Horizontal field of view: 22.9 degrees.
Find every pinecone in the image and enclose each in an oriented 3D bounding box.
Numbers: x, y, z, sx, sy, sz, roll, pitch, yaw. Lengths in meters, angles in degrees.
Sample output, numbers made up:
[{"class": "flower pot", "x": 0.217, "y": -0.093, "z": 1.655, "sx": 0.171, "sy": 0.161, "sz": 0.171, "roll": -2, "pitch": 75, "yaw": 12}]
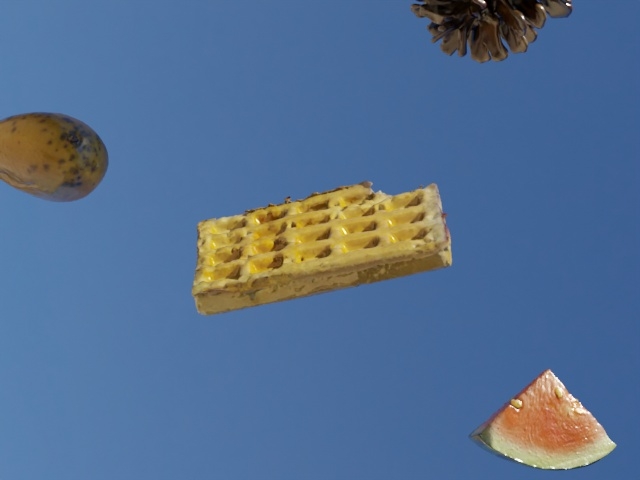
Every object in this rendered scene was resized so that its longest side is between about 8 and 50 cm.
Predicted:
[{"class": "pinecone", "x": 0.151, "y": -0.234, "z": 1.400, "sx": 0.163, "sy": 0.163, "sz": 0.165, "roll": 3, "pitch": -127, "yaw": 54}]

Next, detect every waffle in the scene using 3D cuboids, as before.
[{"class": "waffle", "x": 0.000, "y": 0.000, "z": 0.828, "sx": 0.092, "sy": 0.135, "sz": 0.021, "roll": -95, "pitch": 172, "yaw": -64}]

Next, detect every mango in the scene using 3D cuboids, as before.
[{"class": "mango", "x": -0.203, "y": -0.061, "z": 1.153, "sx": 0.114, "sy": 0.079, "sz": 0.057, "roll": 4, "pitch": -114, "yaw": 44}]

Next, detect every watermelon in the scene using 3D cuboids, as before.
[{"class": "watermelon", "x": 0.197, "y": 0.165, "z": 1.471, "sx": 0.125, "sy": 0.135, "sz": 0.094, "roll": 32, "pitch": -65, "yaw": 40}]
